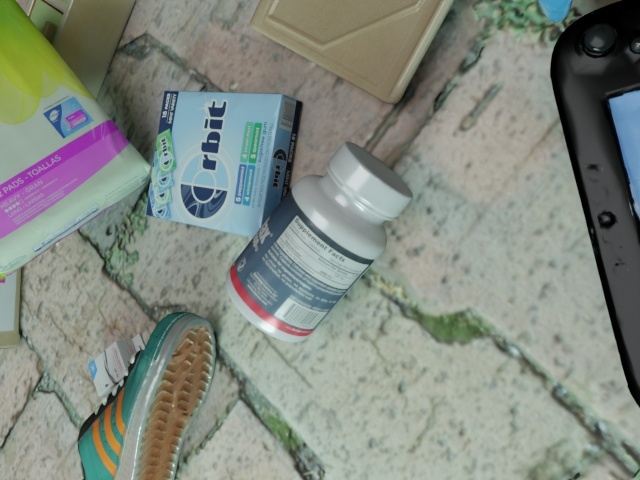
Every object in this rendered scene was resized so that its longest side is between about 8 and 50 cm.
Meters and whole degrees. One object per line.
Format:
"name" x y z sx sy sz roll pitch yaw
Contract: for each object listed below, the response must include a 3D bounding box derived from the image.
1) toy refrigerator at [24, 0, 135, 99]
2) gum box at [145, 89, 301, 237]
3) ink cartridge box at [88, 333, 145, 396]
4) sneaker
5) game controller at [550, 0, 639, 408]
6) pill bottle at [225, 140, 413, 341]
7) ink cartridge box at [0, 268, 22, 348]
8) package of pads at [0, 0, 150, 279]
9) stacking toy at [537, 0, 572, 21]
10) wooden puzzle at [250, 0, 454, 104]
"toy refrigerator" -0.351 -0.289 0.802 0.102 0.094 0.269 37 106 29
"gum box" -0.118 -0.092 0.674 0.184 0.041 0.157 12 94 33
"ink cartridge box" -0.264 0.163 0.759 0.083 0.028 0.048 -38 69 24
"sneaker" -0.222 0.208 0.683 0.121 0.108 0.302 26 103 26
"game controller" 0.276 -0.030 0.406 0.166 0.067 0.319 -16 80 31
"pill bottle" 0.000 0.000 0.555 0.180 0.108 0.108 -51 64 19
"ink cartridge box" -0.568 0.049 0.924 0.193 0.088 0.235 -1 86 33
"package of pads" -0.387 -0.127 0.679 0.296 0.229 0.101 52 156 -5
"stacking toy" 0.293 -0.259 0.372 0.302 0.175 0.166 1 62 15
"wooden puzzle" 0.050 -0.278 0.582 0.238 0.044 0.221 39 108 33
